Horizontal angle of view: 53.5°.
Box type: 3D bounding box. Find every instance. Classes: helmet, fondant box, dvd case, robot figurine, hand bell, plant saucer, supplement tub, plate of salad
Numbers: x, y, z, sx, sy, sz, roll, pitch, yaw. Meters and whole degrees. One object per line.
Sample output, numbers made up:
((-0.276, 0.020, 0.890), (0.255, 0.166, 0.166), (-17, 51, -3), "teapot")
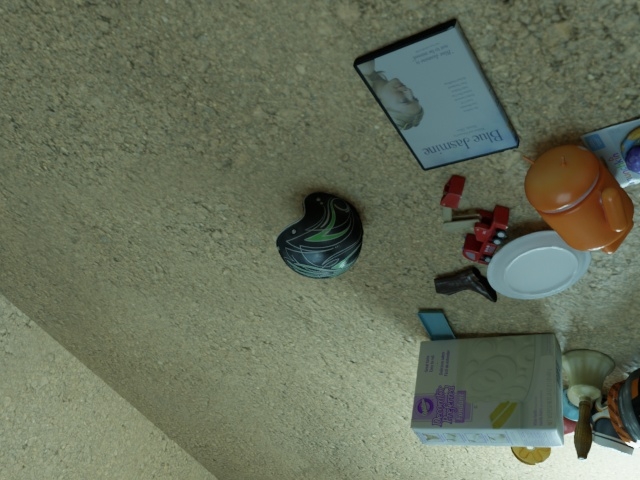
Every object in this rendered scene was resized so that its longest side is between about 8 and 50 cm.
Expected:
((0.000, 0.000, 1.299), (0.169, 0.161, 0.169), (13, 144, 10), "helmet")
((0.392, 0.353, 1.499), (0.330, 0.238, 0.096), (-9, 137, 28), "fondant box")
((0.191, -0.223, 1.034), (0.180, 0.022, 0.253), (-12, 134, 36), "dvd case")
((0.423, -0.069, 1.038), (0.128, 0.158, 0.219), (-35, 119, 31), "robot figurine")
((0.608, 0.386, 1.457), (0.126, 0.242, 0.126), (12, 143, 9), "hand bell")
((0.302, 0.230, 1.589), (0.067, 0.018, 0.192), (-4, 139, 29), "plant saucer")
((0.797, 0.345, 1.356), (0.194, 0.193, 0.316), (32, 143, -17), "supplement tub")
((0.427, 0.045, 1.251), (0.200, 0.048, 0.199), (-1, 135, -1), "plate of salad")

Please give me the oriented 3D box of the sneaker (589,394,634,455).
((0.747, 0.470, 1.624), (0.126, 0.127, 0.321), (15, 170, 16), "sneaker")

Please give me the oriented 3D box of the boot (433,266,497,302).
((0.317, 0.109, 1.402), (0.114, 0.037, 0.106), (-26, 112, 42), "boot")

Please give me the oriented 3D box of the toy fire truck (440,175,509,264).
((0.287, -0.033, 1.219), (0.135, 0.047, 0.192), (15, 145, 7), "toy fire truck")

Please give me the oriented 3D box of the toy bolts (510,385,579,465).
((0.573, 0.431, 1.593), (0.229, 0.218, 0.158), (-1, 137, -3), "toy bolts")

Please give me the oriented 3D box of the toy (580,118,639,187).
((0.537, -0.133, 0.961), (0.237, 0.056, 0.137), (-16, 131, 40), "toy")
